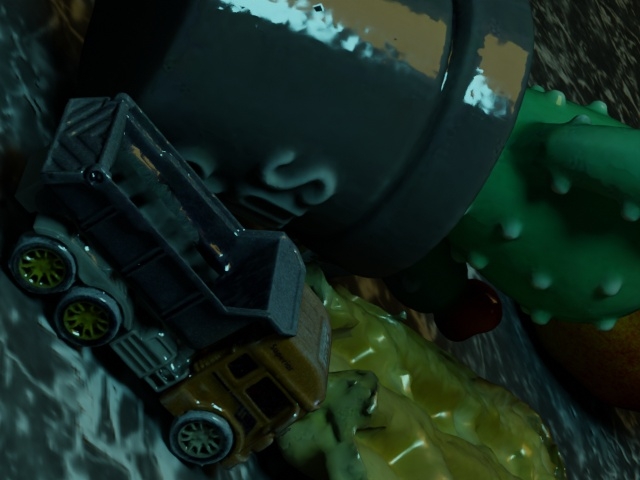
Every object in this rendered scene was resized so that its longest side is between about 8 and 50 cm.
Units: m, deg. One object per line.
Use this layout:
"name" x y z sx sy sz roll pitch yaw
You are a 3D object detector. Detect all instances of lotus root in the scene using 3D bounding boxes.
"lotus root" -0.002 0.001 1.187 0.083 0.030 0.037 16 50 -57

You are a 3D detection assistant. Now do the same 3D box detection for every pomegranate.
"pomegranate" 0.254 0.015 1.487 0.257 0.221 0.221 46 24 -6

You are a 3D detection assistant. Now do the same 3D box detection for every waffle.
"waffle" 0.099 0.202 1.057 0.304 0.077 0.348 36 26 -47

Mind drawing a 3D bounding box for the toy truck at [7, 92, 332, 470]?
"toy truck" -0.073 0.019 0.938 0.192 0.092 0.083 50 23 -23

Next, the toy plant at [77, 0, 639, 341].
"toy plant" 0.065 -0.051 1.069 0.400 0.279 0.185 23 44 -26
